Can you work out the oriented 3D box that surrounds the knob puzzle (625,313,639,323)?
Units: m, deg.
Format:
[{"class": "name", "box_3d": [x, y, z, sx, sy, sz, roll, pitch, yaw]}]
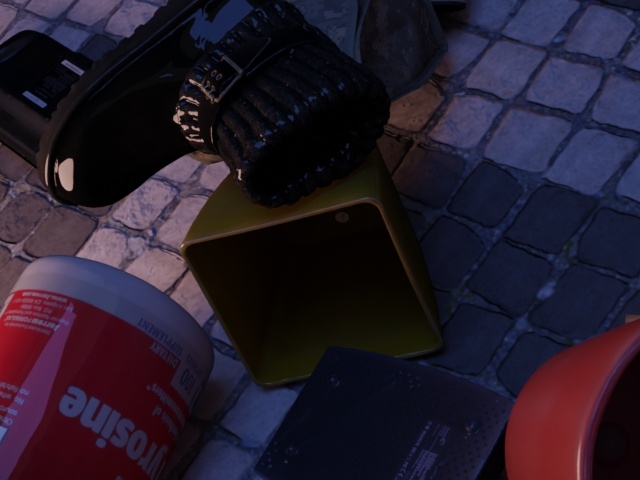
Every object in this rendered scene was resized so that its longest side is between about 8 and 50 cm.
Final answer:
[{"class": "knob puzzle", "box_3d": [0.363, 0.084, 1.327, 0.213, 0.213, 0.030, 1, 88, 27]}]

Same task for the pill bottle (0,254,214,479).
[{"class": "pill bottle", "box_3d": [-0.287, 0.237, 1.470, 0.229, 0.229, 0.407, 8, 59, 31]}]

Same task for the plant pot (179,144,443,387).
[{"class": "plant pot", "box_3d": [0.000, 0.000, 1.543, 0.212, 0.212, 0.187, -14, 37, 16]}]

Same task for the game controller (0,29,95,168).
[{"class": "game controller", "box_3d": [-0.367, -0.188, 1.969, 0.166, 0.067, 0.319, -36, 46, -23]}]

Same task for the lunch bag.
[{"class": "lunch bag", "box_3d": [-0.018, -0.202, 1.646, 0.235, 0.169, 0.287, -13, 23, 27]}]

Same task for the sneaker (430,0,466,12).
[{"class": "sneaker", "box_3d": [0.046, -0.346, 1.817, 0.283, 0.107, 0.124, 2, 93, 19]}]

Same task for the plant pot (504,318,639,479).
[{"class": "plant pot", "box_3d": [0.284, 0.176, 1.184, 0.275, 0.275, 0.243, -47, 9, -14]}]

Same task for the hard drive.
[{"class": "hard drive", "box_3d": [0.066, 0.201, 1.409, 0.255, 0.054, 0.172, 13, 64, 46]}]

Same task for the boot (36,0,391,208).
[{"class": "boot", "box_3d": [-0.118, -0.103, 1.472, 0.348, 0.131, 0.260, -45, 55, 13]}]
